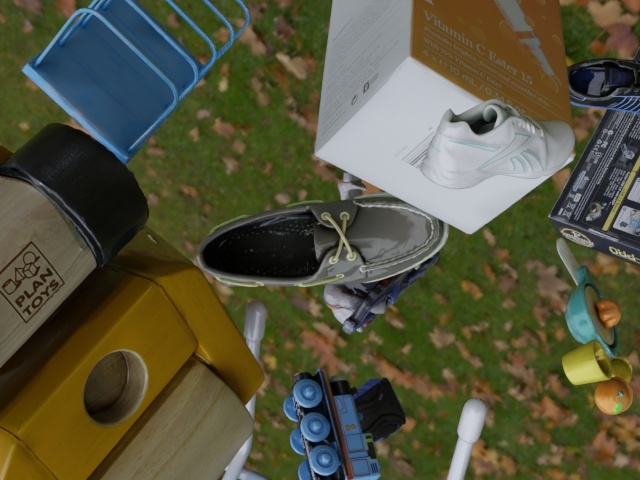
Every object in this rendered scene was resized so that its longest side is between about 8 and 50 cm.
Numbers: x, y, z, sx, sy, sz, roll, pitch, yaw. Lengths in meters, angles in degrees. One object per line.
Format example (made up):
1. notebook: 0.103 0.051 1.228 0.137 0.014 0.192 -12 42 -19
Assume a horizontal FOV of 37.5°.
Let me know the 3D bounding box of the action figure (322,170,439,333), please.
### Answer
1. action figure: 0.101 0.015 1.779 0.179 0.341 0.330 25 116 23

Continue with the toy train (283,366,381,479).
1. toy train: 0.015 0.267 1.319 0.080 0.105 0.184 119 142 -52

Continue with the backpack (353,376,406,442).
1. backpack: 0.071 0.309 1.636 0.098 0.120 0.101 62 148 -1

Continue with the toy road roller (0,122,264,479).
1. toy road roller: -0.219 0.072 0.690 0.241 0.202 0.329 12 142 41

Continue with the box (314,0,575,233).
1. box: 0.138 -0.218 1.051 0.215 0.345 0.168 25 138 -23

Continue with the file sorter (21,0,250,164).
1. file sorter: -0.154 -0.177 0.847 0.118 0.170 0.104 44 130 -14

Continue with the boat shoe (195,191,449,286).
1. boat shoe: 0.001 0.005 1.135 0.305 0.091 0.109 -8 90 13

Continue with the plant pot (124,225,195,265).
1. plant pot: -0.216 0.080 0.889 0.212 0.187 0.212 41 -172 -31

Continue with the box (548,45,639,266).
1. box: 0.609 -0.137 1.548 0.318 0.395 0.097 23 168 35

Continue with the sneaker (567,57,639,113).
1. sneaker: 0.482 -0.235 1.440 0.232 0.081 0.090 2 177 20

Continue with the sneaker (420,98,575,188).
1. sneaker: 0.155 -0.084 0.773 0.053 0.152 0.061 49 141 40

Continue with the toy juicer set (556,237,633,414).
1. toy juicer set: 0.506 0.157 1.675 0.089 0.329 0.209 -26 123 29

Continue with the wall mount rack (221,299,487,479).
1. wall mount rack: -0.009 0.235 0.787 0.350 0.304 0.130 22 175 22
